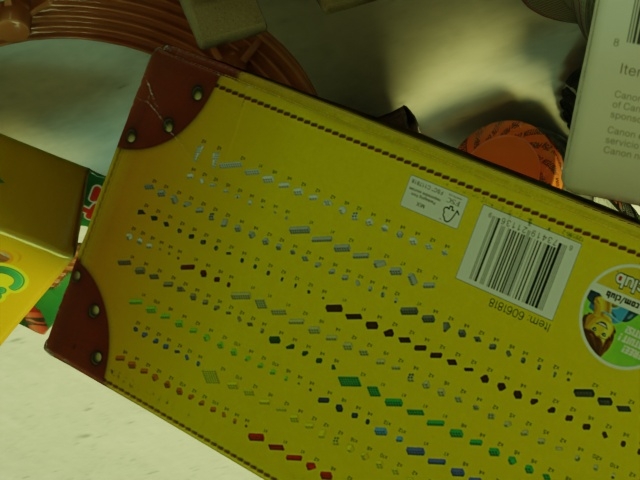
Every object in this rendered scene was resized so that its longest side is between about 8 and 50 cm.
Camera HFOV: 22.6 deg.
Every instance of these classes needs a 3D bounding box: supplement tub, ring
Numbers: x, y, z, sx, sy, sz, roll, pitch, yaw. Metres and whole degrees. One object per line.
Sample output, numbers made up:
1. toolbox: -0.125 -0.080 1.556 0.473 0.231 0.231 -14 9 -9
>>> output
1. supplement tub: 0.178 -0.017 1.274 0.117 0.117 0.190 -25 149 21
2. ring: -0.163 -0.054 1.078 0.337 0.032 0.336 -2 143 -1

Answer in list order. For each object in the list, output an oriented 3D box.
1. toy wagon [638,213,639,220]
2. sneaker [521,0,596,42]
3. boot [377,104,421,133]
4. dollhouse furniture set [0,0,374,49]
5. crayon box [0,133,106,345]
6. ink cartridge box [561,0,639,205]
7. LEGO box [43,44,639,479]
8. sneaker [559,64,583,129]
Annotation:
1. toy wagon: 0.335 0.027 1.067 0.068 0.267 0.344 -51 152 -20
2. sneaker: 0.198 -0.136 0.968 0.103 0.252 0.111 40 79 -35
3. boot: -0.001 -0.003 1.251 0.207 0.090 0.248 -15 148 7
4. dollhouse furniture set: -0.076 -0.227 0.818 0.259 0.135 0.262 -18 154 -15
5. crayon box: -0.291 -0.007 1.043 0.319 0.081 0.202 21 139 -22
6. ink cartridge box: 0.260 -0.158 0.790 0.226 0.306 0.131 13 -165 12
7. LEGO box: 0.160 0.084 0.894 0.372 0.500 0.193 14 99 -54
8. sneaker: 0.310 -0.069 1.253 0.147 0.130 0.330 -45 135 10
